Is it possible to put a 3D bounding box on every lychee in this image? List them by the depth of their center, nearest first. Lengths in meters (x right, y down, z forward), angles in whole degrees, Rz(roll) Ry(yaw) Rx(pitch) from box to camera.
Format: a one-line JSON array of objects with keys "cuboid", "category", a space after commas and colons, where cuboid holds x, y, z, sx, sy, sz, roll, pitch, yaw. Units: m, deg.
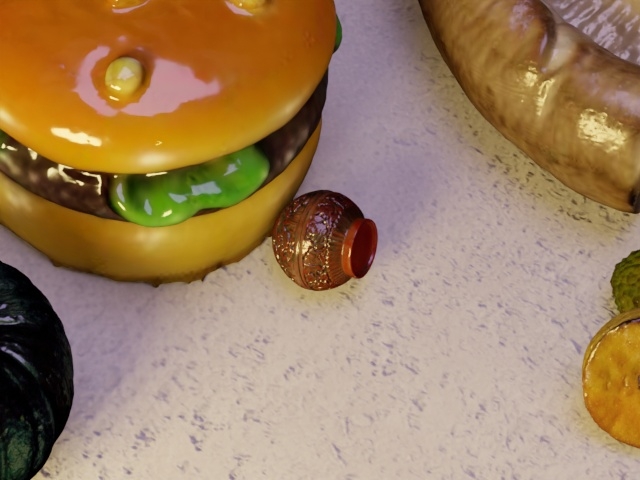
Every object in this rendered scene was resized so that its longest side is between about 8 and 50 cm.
[{"cuboid": [0.354, 0.055, 1.461, 0.146, 0.114, 0.114, 27, 52, 35], "category": "lychee"}]

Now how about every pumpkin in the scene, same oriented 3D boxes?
[{"cuboid": [-0.324, 0.096, 1.230, 0.248, 0.248, 0.248, 5, 54, -6], "category": "pumpkin"}]

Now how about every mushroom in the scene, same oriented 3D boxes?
[{"cuboid": [0.225, -0.220, 1.604, 0.397, 0.224, 0.314, 23, 68, 17], "category": "mushroom"}]

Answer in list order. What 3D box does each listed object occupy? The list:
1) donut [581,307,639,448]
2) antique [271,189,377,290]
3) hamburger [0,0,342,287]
[{"cuboid": [0.317, 0.125, 1.392, 0.151, 0.152, 0.058, 9, 20, -3], "category": "donut"}, {"cuboid": [0.000, 0.000, 1.448, 0.104, 0.104, 0.104, 5, 54, -6], "category": "antique"}, {"cuboid": [-0.164, -0.171, 1.434, 0.395, 0.277, 0.396, 4, 54, -5], "category": "hamburger"}]
